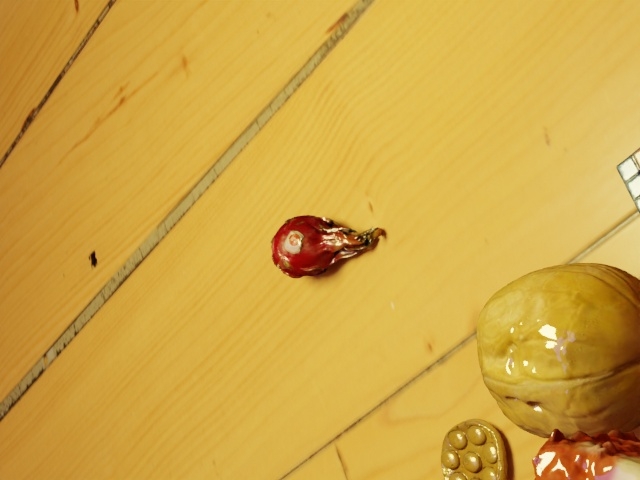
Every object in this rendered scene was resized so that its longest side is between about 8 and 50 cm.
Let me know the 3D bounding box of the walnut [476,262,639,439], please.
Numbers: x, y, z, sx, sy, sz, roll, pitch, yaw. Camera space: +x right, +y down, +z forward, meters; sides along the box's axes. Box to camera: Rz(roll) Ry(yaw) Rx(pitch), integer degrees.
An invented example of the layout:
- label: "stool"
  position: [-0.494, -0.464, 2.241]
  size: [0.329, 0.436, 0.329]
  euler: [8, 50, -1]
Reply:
- label: "walnut"
  position: [0.270, 0.120, 1.219]
  size: [0.226, 0.193, 0.193]
  euler: [-26, 66, 56]

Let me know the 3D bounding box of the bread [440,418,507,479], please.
- label: "bread"
  position: [0.188, 0.273, 1.412]
  size: [0.110, 0.024, 0.110]
  euler: [-10, 77, 49]

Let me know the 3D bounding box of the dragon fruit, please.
- label: "dragon fruit"
  position: [0.000, 0.000, 1.623]
  size: [0.191, 0.094, 0.094]
  euler: [-16, 73, 43]

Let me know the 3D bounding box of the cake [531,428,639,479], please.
- label: "cake"
  position: [0.355, 0.326, 0.986]
  size: [0.320, 0.269, 0.270]
  euler: [8, 88, 39]

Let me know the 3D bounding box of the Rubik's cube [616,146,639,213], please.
- label: "Rubik's cube"
  position: [0.379, -0.060, 1.171]
  size: [0.092, 0.092, 0.092]
  euler: [-43, 55, 39]
